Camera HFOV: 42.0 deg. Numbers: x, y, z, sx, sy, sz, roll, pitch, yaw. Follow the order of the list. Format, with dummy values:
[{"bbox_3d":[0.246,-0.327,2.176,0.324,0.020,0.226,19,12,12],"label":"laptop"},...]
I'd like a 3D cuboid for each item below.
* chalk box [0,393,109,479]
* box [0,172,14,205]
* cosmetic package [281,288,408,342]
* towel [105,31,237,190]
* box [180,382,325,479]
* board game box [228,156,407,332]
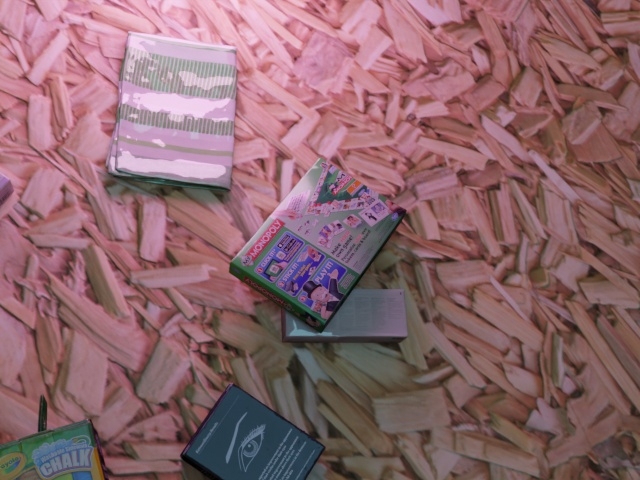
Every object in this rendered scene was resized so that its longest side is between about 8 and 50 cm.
[{"bbox_3d":[-0.441,0.402,1.365,0.179,0.180,0.288,-15,74,-17],"label":"chalk box"},{"bbox_3d":[-0.689,-0.002,1.509,0.063,0.067,0.324,35,69,2],"label":"box"},{"bbox_3d":[0.045,0.146,1.616,0.239,0.060,0.098,2,71,-11],"label":"cosmetic package"},{"bbox_3d":[-0.295,-0.267,1.698,0.248,0.038,0.324,6,70,-11],"label":"towel"},{"bbox_3d":[-0.121,0.376,1.478,0.207,0.108,0.153,35,69,2],"label":"box"},{"bbox_3d":[0.000,0.000,1.623,0.214,0.046,0.317,33,59,10],"label":"board game box"}]
